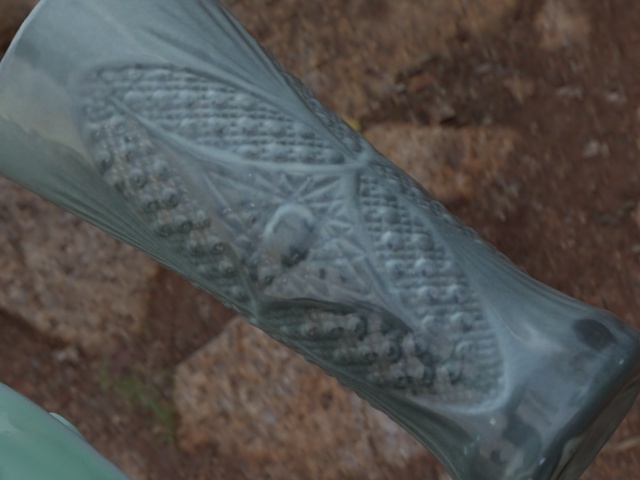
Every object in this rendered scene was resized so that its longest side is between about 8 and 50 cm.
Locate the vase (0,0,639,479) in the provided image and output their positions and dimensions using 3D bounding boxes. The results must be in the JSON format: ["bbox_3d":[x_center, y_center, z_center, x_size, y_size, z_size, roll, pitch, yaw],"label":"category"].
[{"bbox_3d":[0.000,0.000,0.582,0.219,0.096,0.096,37,74,18],"label":"vase"}]

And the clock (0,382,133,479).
[{"bbox_3d":[-0.095,0.141,0.374,0.211,0.159,0.066,-50,13,-20],"label":"clock"}]
